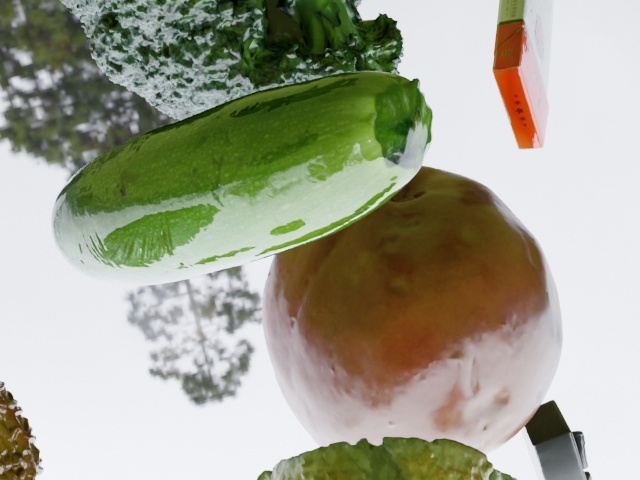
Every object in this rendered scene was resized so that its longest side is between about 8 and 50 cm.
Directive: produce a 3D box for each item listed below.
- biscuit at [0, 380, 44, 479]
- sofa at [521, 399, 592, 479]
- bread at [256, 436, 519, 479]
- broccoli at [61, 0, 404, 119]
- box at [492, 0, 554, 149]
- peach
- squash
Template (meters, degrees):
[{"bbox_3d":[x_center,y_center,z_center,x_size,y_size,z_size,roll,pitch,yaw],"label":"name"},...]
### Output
[{"bbox_3d":[-0.234,0.113,0.585,0.025,0.126,0.206,-13,-178,28],"label":"biscuit"},{"bbox_3d":[0.278,0.255,1.244,0.060,0.147,0.085,-21,-153,2],"label":"sofa"},{"bbox_3d":[0.057,0.227,0.790,0.186,0.257,0.124,-7,-117,28],"label":"bread"},{"bbox_3d":[-0.051,-0.216,0.830,0.297,0.297,0.297,26,-149,-17],"label":"broccoli"},{"bbox_3d":[0.238,-0.240,1.243,0.035,0.139,0.245,-5,-129,22],"label":"box"},{"bbox_3d":[0.094,0.073,1.176,0.343,0.301,0.343,-11,-145,8],"label":"peach"},{"bbox_3d":[-0.062,-0.024,0.562,0.292,0.082,0.082,-13,-160,47],"label":"squash"}]
